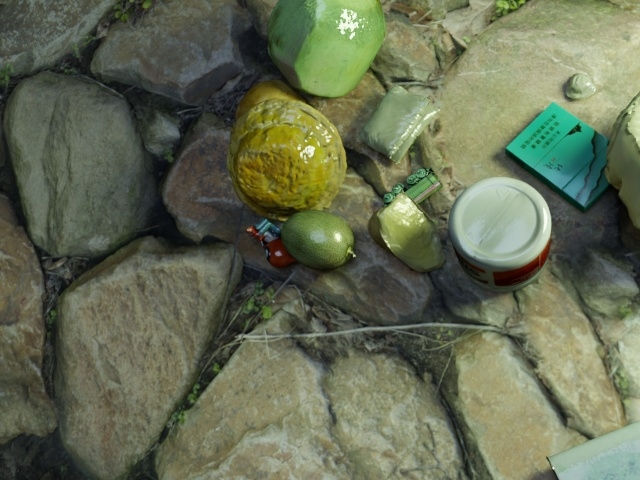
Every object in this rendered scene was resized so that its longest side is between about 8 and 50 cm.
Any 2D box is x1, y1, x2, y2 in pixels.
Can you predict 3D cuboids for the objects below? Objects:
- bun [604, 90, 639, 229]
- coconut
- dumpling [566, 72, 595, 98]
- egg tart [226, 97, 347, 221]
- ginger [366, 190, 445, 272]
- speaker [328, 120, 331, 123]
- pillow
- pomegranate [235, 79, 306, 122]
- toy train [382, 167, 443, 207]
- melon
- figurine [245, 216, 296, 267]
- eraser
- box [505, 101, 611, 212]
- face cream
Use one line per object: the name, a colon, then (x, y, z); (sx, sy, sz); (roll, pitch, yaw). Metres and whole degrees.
bun: (0.726, -0.143, 1.337); (0.360, 0.211, 0.360); (1, 64, -1)
coconut: (0.005, -0.497, 1.659); (0.281, 0.328, 0.328); (12, 68, -24)
dumpling: (0.597, -0.354, 1.558); (0.059, 0.043, 0.077); (-45, 65, 22)
egg tart: (-0.096, -0.171, 1.580); (0.319, 0.319, 0.128); (2, 26, 18)
ginger: (0.190, -0.001, 1.536); (0.115, 0.122, 0.193); (-41, 97, -20)
speaker: (-0.018, -0.212, 1.697); (0.046, 0.040, 0.191); (12, 74, 21)
pillow: (0.184, -0.285, 1.643); (0.134, 0.078, 0.181); (34, 86, 28)
pomegranate: (-0.113, -0.311, 1.691); (0.196, 0.196, 0.196); (-6, 68, 15)
toy train: (0.214, -0.113, 1.588); (0.148, 0.038, 0.071); (-36, 63, 3)
melon: (0.000, 0.000, 1.558); (0.192, 0.139, 0.139); (21, 77, 24)
figurine: (-0.112, 0.009, 1.632); (0.075, 0.068, 0.140); (-39, 70, -3)
eraser: (0.563, 0.441, 1.243); (0.227, 0.081, 0.174); (-25, 64, 8)
box: (0.554, -0.189, 1.506); (0.161, 0.042, 0.226); (-44, 64, -2)
face cream: (0.378, -0.009, 1.413); (0.201, 0.187, 0.201); (-6, 69, 16)
